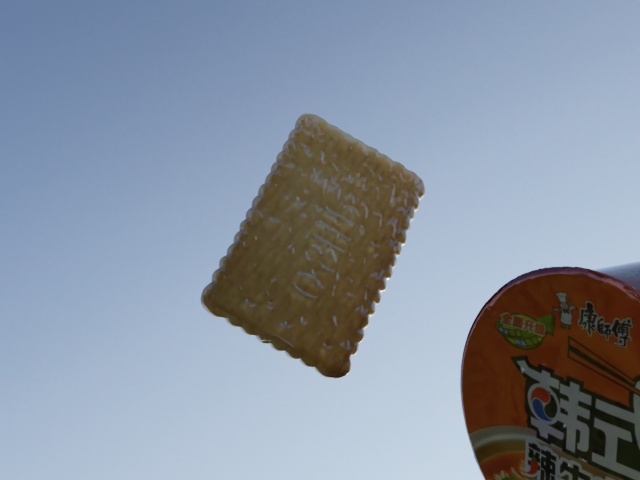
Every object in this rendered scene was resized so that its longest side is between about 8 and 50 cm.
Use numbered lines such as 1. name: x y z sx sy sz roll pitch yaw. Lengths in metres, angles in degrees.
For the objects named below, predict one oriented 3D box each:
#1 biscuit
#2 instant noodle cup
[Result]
1. biscuit: 0.000 0.000 0.901 0.160 0.250 0.030 29 -29 -8
2. instant noodle cup: 0.261 0.122 0.691 0.192 0.250 0.250 -14 -45 -34
